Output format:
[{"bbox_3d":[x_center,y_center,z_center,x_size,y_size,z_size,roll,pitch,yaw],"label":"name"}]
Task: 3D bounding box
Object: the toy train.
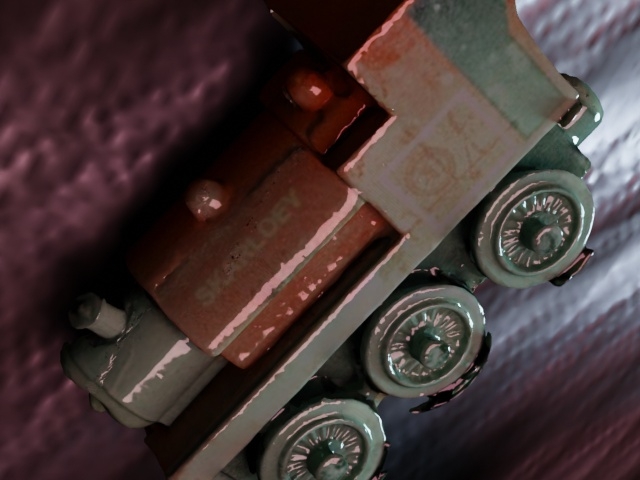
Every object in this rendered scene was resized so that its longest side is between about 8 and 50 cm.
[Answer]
[{"bbox_3d":[0.000,0.000,0.356,0.176,0.074,0.118,-45,126,5],"label":"toy train"}]
